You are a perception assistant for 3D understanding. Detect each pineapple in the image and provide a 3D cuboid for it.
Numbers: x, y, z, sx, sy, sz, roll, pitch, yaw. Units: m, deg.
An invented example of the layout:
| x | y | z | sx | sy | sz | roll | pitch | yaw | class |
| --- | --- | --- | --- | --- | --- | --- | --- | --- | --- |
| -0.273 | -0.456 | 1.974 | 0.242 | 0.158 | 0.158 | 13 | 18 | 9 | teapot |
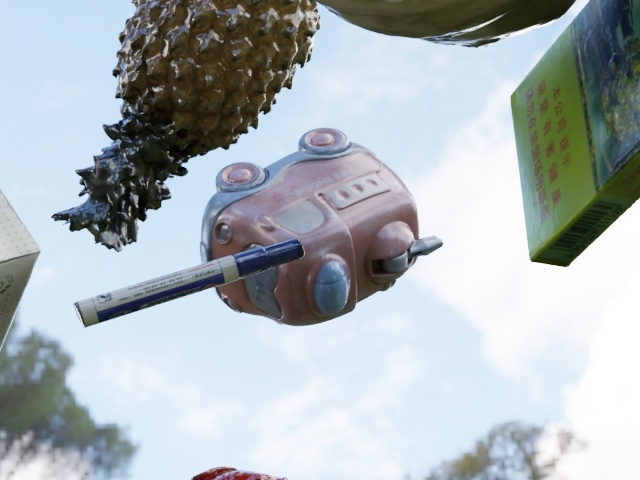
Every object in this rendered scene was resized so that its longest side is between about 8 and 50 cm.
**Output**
| x | y | z | sx | sy | sz | roll | pitch | yaw | class |
| --- | --- | --- | --- | --- | --- | --- | --- | --- | --- |
| -0.158 | -0.154 | 1.629 | 0.202 | 0.362 | 0.202 | 34 | -8 | 5 | pineapple |

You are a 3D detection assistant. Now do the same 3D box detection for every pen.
| x | y | z | sx | sy | sz | roll | pitch | yaw | class |
| --- | --- | --- | --- | --- | --- | --- | --- | --- | --- |
| -0.112 | 0.036 | 1.314 | 0.204 | 0.025 | 0.025 | -17 | -24 | -11 | pen |

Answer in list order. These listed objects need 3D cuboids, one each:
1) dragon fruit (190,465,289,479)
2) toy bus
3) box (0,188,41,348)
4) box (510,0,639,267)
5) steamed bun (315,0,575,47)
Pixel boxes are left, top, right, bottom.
| x | y | z | sx | sy | sz | roll | pitch | yaw | class |
| --- | --- | --- | --- | --- | --- | --- | --- | --- | --- |
| -0.092 | 0.413 | 1.971 | 0.241 | 0.241 | 0.252 | -2 | -32 | -9 | dragon fruit |
| 0.000 | 0.000 | 2.031 | 0.294 | 0.232 | 0.197 | -24 | -50 | -28 | toy bus |
| -0.421 | 0.042 | 1.605 | 0.095 | 0.210 | 0.330 | -20 | -26 | -40 | box |
| 0.261 | -0.136 | 1.260 | 0.047 | 0.187 | 0.335 | 11 | -33 | -20 | box |
| 0.076 | -0.299 | 1.199 | 0.309 | 0.219 | 0.324 | 25 | -56 | 8 | steamed bun |
